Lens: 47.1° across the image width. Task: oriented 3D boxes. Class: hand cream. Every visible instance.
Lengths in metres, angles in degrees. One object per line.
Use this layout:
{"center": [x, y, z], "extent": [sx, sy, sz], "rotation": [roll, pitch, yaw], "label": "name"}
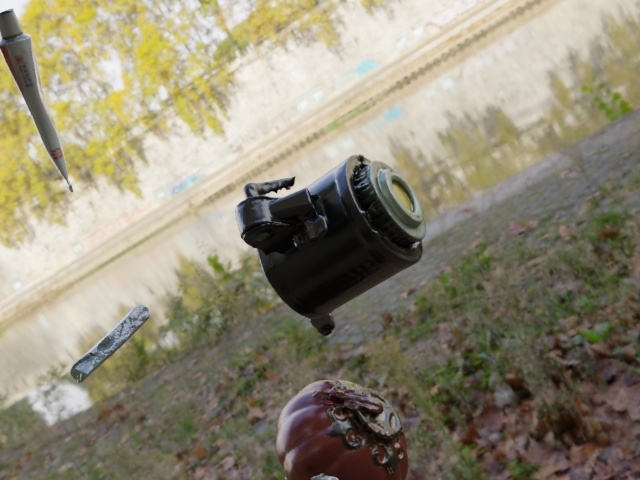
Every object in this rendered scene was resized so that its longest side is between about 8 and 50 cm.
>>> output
{"center": [-0.333, -0.163, 0.865], "extent": [0.038, 0.216, 0.052], "rotation": [-6, 27, 9], "label": "hand cream"}

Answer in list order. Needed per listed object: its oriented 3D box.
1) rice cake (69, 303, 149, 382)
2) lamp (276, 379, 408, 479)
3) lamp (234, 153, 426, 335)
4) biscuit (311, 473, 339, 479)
{"center": [-0.322, 0.156, 1.142], "extent": [0.042, 0.030, 0.180], "rotation": [-46, 3, 34], "label": "rice cake"}
{"center": [0.039, 0.326, 1.171], "extent": [0.227, 0.227, 0.227], "rotation": [-31, 9, 5], "label": "lamp"}
{"center": [0.042, -0.005, 1.221], "extent": [0.272, 0.205, 0.374], "rotation": [-22, -28, 10], "label": "lamp"}
{"center": [0.005, 0.281, 0.658], "extent": [0.108, 0.062, 0.239], "rotation": [-41, -29, -12], "label": "biscuit"}
